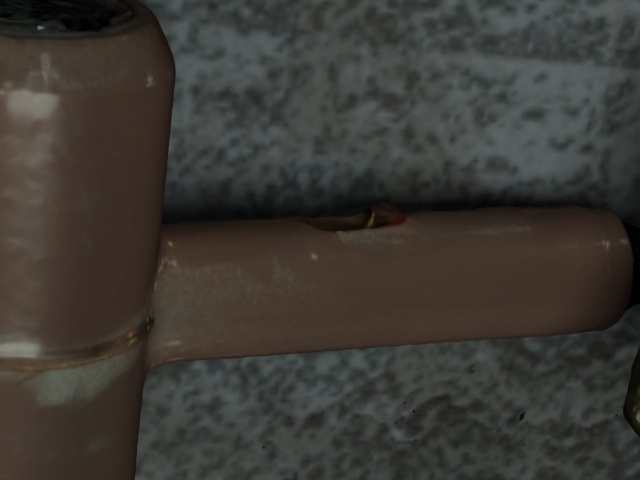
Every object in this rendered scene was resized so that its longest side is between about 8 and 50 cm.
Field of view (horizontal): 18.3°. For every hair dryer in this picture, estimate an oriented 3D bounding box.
[{"bbox_3d":[0.000,0.000,0.738,0.344,0.107,0.189,-3,113,-26],"label":"hair dryer"}]

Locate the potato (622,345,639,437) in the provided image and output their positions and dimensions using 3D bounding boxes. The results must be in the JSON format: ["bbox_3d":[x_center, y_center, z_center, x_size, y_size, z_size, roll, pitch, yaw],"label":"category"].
[{"bbox_3d":[0.216,-0.013,0.756,0.255,0.112,0.269,-40,85,6],"label":"potato"}]
